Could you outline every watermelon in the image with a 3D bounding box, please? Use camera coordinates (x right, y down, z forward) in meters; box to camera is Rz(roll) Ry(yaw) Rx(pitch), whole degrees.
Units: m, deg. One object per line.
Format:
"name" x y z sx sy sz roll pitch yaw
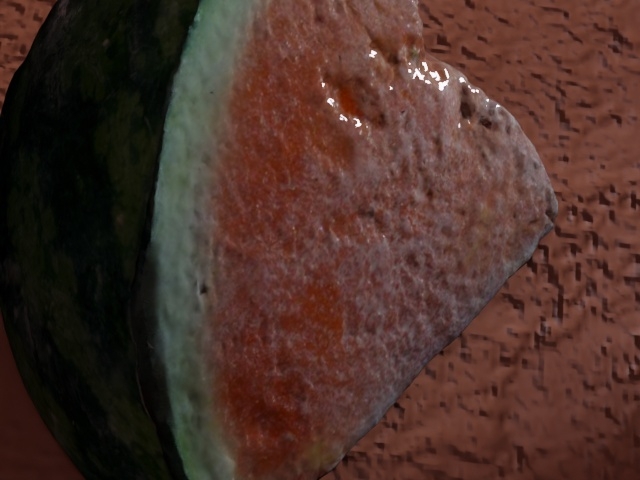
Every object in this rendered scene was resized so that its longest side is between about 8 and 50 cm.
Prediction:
"watermelon" -0.014 -0.002 0.555 0.202 0.136 0.207 -13 75 -1
